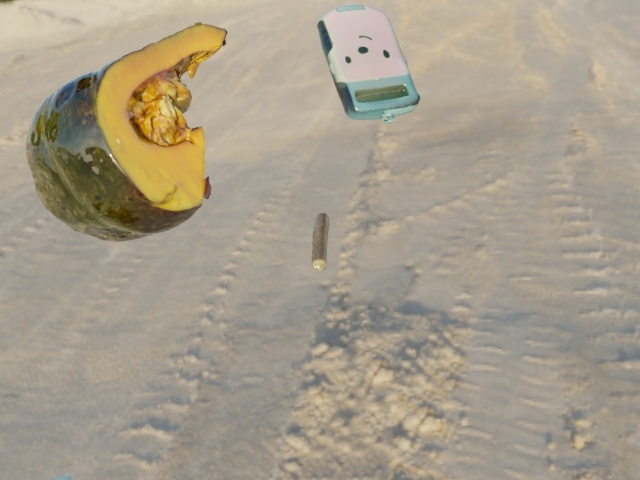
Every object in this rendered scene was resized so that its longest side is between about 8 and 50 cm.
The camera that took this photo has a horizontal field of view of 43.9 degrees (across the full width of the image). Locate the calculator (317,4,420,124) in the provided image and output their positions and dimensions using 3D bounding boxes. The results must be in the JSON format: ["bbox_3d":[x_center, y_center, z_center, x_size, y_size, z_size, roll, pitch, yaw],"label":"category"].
[{"bbox_3d":[0.097,-0.367,1.652,0.173,0.293,0.051,-11,-21,-18],"label":"calculator"}]

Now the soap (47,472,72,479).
[{"bbox_3d":[-0.338,0.319,0.800,0.198,0.067,0.119,-16,20,-17],"label":"soap"}]

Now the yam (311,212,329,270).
[{"bbox_3d":[0.000,0.000,1.411,0.032,0.032,0.145,-6,35,6],"label":"yam"}]

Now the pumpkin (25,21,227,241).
[{"bbox_3d":[-0.185,-0.117,0.903,0.139,0.190,0.280,-21,13,43],"label":"pumpkin"}]
